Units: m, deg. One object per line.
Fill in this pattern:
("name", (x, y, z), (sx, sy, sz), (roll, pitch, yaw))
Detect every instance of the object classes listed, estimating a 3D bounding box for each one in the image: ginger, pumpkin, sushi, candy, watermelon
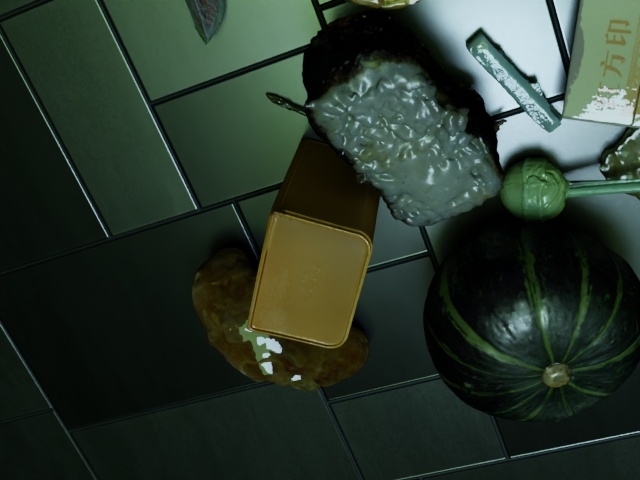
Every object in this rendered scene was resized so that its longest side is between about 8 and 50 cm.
("ginger", (-0.077, 0.152, 1.392), (0.321, 0.172, 0.165), (35, 156, -12))
("pumpkin", (0.312, 0.121, 1.253), (0.324, 0.241, 0.323), (1, 130, 2))
("sushi", (0.129, -0.164, 1.159), (0.197, 0.181, 0.343), (-21, 135, 34))
("candy", (0.421, -0.077, 1.203), (0.336, 0.093, 0.092), (-3, 145, 26))
("watermelon", (-0.177, -0.365, 1.192), (0.081, 0.094, 0.180), (-17, 128, 13))

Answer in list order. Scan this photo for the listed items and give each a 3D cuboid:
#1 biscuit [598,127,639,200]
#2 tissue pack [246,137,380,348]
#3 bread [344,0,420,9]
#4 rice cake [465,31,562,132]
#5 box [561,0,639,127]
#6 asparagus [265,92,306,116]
("biscuit", (0.548, -0.143, 1.210), (0.187, 0.036, 0.273), (42, 115, -11))
("tissue pack", (0.000, 0.000, 1.236), (0.145, 0.274, 0.194), (16, 119, 1))
("bread", (0.079, -0.425, 1.084), (0.274, 0.149, 0.274), (1, 119, 1))
("rice cake", (0.280, -0.225, 1.215), (0.180, 0.030, 0.042), (43, 113, -13))
("box", (0.517, -0.240, 1.120), (0.366, 0.051, 0.204), (9, 112, 15))
("asparagus", (-0.011, -0.184, 1.291), (0.163, 0.016, 0.016), (27, 136, -6))
